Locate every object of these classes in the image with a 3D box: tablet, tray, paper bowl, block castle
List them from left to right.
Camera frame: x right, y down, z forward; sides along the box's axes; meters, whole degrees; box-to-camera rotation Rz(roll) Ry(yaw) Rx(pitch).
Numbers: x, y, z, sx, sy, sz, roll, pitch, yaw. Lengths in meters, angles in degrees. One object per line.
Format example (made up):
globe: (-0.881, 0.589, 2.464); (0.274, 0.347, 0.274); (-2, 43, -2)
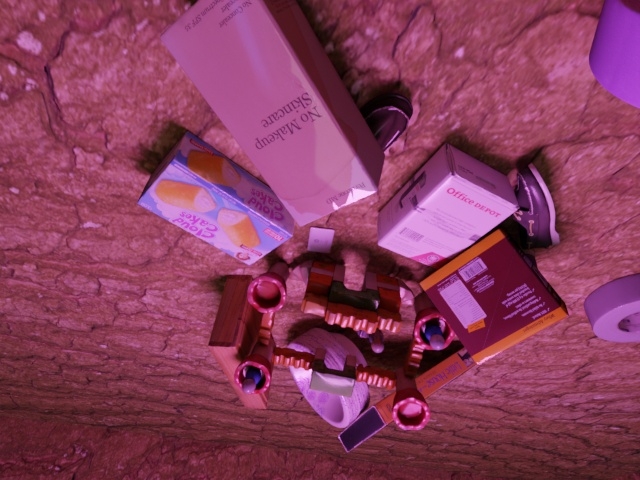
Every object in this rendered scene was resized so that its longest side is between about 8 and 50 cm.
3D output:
tray: (-0.201, 0.301, 1.156); (0.076, 0.203, 0.411); (2, 140, 6)
tablet: (0.000, 0.000, 0.938); (0.054, 0.006, 0.083); (7, 139, -3)
paper bowl: (0.035, 0.392, 1.222); (0.148, 0.284, 0.284); (-28, 153, -32)
block castle: (0.049, 0.237, 0.939); (0.452, 0.213, 0.304); (12, 106, 2)

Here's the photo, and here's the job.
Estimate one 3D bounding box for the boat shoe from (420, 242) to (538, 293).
boat shoe: (0.360, 0.100, 0.955); (0.285, 0.093, 0.102); (-29, 130, 33)

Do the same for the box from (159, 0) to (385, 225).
box: (-0.047, -0.190, 0.572); (0.147, 0.121, 0.311); (-24, 116, 28)

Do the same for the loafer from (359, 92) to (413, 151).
loafer: (0.070, -0.153, 0.696); (0.080, 0.079, 0.220); (28, 135, -25)

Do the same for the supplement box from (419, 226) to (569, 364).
supplement box: (0.348, 0.107, 0.833); (0.191, 0.194, 0.129); (-40, 165, 24)

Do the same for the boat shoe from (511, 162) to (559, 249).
boat shoe: (0.401, -0.052, 0.781); (0.068, 0.081, 0.228); (-21, 136, 22)

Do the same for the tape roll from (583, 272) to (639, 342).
tape roll: (0.787, 0.171, 1.015); (0.218, 0.072, 0.219); (2, 139, 2)

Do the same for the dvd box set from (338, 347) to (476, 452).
dvd box set: (0.276, 0.478, 1.251); (0.420, 0.062, 0.308); (-18, 150, -32)

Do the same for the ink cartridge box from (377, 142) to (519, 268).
ink cartridge box: (0.232, -0.056, 0.785); (0.158, 0.092, 0.218); (22, 139, -19)

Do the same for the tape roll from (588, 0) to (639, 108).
tape roll: (0.445, -0.229, 0.421); (0.274, 0.275, 0.090); (-5, 139, 11)

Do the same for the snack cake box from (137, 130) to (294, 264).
snack cake box: (-0.196, -0.070, 0.811); (0.264, 0.089, 0.152); (33, 131, -29)
